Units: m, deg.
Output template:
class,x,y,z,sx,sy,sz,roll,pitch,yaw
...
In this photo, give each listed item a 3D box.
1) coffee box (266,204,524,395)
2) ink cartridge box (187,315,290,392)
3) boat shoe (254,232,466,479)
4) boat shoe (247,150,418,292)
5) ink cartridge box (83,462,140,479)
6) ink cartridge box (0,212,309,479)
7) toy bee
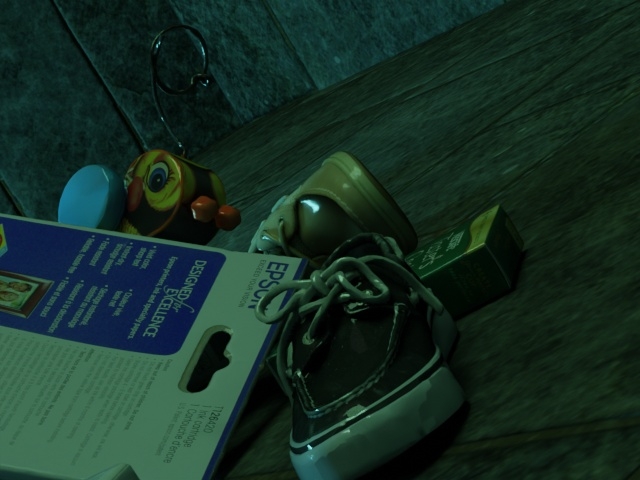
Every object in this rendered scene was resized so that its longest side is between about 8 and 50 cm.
class,x,y,z,sx,sy,sz,roll,pitch,yaw
coffee box,0.057,0.043,1.368,0.184,0.040,0.113,-28,8,19
ink cartridge box,-0.132,0.097,1.704,0.189,0.066,0.232,-32,12,-8
boat shoe,0.024,0.059,1.157,0.113,0.105,0.306,-29,8,17
boat shoe,0.000,0.000,1.644,0.098,0.109,0.302,-38,4,-14
ink cartridge box,-0.175,0.214,1.021,0.140,0.082,0.190,-27,10,27
ink cartridge box,-0.191,0.094,1.396,0.307,0.072,0.303,10,33,10
toy bee,-0.148,-0.015,1.584,0.195,0.298,0.162,-5,23,-35
